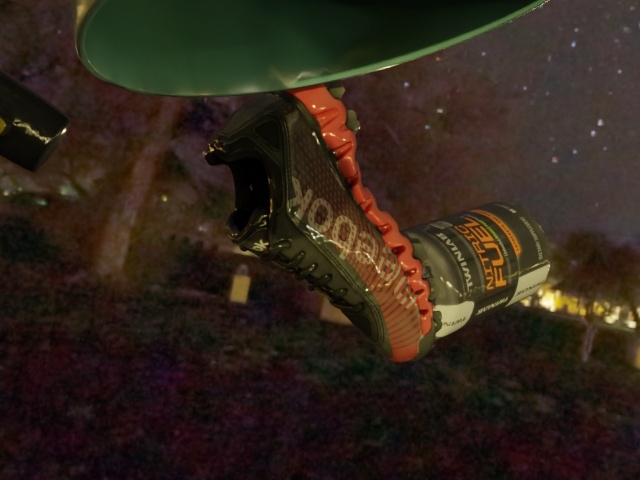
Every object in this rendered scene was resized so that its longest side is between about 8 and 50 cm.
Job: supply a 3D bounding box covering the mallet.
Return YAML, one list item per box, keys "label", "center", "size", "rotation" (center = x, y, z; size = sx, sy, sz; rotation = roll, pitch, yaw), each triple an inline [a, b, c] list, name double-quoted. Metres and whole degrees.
- label: "mallet"
  center: [-0.149, -0.039, 0.307]
  size: [0.062, 0.039, 0.190]
  rotation: [33, 10, -25]

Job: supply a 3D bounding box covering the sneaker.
- label: "sneaker"
  center: [0.000, 0.000, 0.585]
  size: [0.135, 0.276, 0.097]
  rotation: [-35, 16, -25]

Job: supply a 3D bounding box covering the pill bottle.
- label: "pill bottle"
  center: [0.147, 0.039, 0.822]
  size: [0.245, 0.130, 0.130]
  rotation: [-17, 18, -38]

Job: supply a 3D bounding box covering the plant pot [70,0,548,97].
- label: "plant pot"
  center: [-0.007, -0.236, 0.385]
  size: [0.293, 0.235, 0.293]
  rotation: [-12, -1, 0]
